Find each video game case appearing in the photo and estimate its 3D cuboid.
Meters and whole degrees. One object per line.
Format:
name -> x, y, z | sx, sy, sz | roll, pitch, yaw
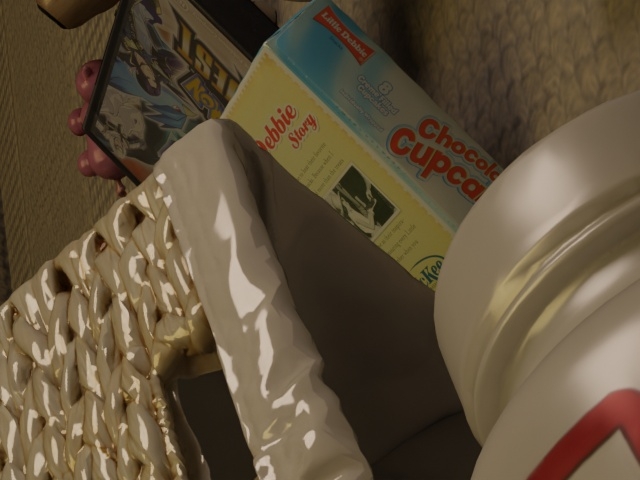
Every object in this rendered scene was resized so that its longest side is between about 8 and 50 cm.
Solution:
video game case -> -0.045, -0.051, 1.223 | 0.275, 0.035, 0.248 | 44, 151, 7

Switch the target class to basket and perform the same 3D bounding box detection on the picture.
basket -> -0.012, 0.186, 0.817 | 0.266, 0.331, 0.328 | -37, 43, 13

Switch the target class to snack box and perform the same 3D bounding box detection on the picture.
snack box -> 0.000, 0.000, 1.123 | 0.187, 0.060, 0.322 | 45, 150, 3

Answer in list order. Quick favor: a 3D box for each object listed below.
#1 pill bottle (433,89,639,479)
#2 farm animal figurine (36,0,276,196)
pill bottle -> 0.179, 0.138, 0.525 | 0.408, 0.229, 0.229 | -113, 26, -45
farm animal figurine -> -0.154, -0.219, 1.483 | 0.327, 0.330, 0.172 | -68, 10, -16
